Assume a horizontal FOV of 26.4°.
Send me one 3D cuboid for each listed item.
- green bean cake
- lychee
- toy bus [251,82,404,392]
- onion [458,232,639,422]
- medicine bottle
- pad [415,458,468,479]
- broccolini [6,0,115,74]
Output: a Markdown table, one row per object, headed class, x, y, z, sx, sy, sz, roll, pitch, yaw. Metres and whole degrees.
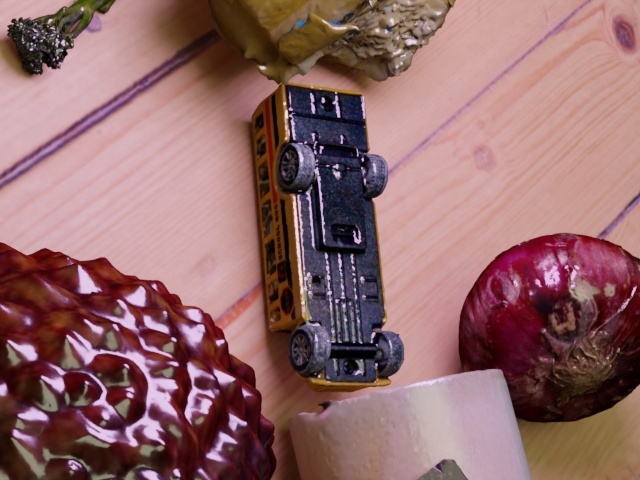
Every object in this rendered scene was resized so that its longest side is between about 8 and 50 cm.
| class | x | y | z | sx | sy | sz | roll | pitch | yaw |
| --- | --- | --- | --- | --- | --- | --- | --- | --- | --- |
| green bean cake | 0.000 | -0.278 | 1.518 | 0.285 | 0.202 | 0.310 | 48 | 30 | -15 |
| lychee | -0.220 | 0.223 | 1.117 | 0.500 | 0.424 | 0.424 | 31 | 57 | 10 |
| toy bus | 0.000 | 0.000 | 1.493 | 0.121 | 0.123 | 0.335 | 5 | 72 | -32 |
| onion | 0.278 | 0.096 | 1.577 | 0.246 | 0.246 | 0.190 | 17 | 39 | -26 |
| medicine bottle | 0.123 | 0.351 | 1.384 | 0.236 | 0.236 | 0.406 | -6 | 77 | -33 |
| pad | 0.052 | 0.376 | 1.240 | 0.330 | 0.004 | 0.220 | -32 | 83 | -15 |
| broccolini | -0.242 | -0.254 | 1.466 | 0.067 | 0.058 | 0.216 | 50 | 55 | -5 |
